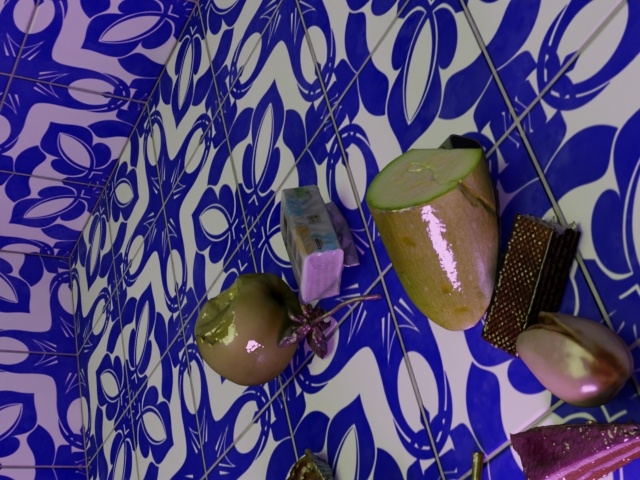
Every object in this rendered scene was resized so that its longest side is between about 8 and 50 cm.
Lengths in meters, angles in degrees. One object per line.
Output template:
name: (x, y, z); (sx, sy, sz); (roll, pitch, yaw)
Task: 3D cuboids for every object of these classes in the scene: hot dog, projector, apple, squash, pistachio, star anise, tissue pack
hot dog: (-0.048, 0.609, 2.223); (0.162, 0.082, 0.270); (51, 125, 50)
projector: (0.263, -0.146, 1.863); (0.082, 0.083, 0.083); (-47, 45, 45)
apple: (-0.169, 0.219, 2.365); (0.279, 0.279, 0.279); (-22, 64, 57)
squash: (0.239, 0.010, 1.818); (0.234, 0.309, 0.210); (4, 43, 48)
pistachio: (0.394, 0.180, 1.504); (0.215, 0.144, 0.144); (24, 104, 57)
star anise: (0.023, 0.195, 2.180); (0.148, 0.218, 0.227); (55, 165, -7)
tissue pack: (0.000, 0.000, 2.242); (0.159, 0.145, 0.229); (93, 163, -44)

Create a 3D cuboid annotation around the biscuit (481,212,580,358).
biscuit: (0.361, 0.075, 1.654); (0.106, 0.070, 0.252); (31, 109, 57)

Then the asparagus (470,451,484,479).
asparagus: (0.272, 0.506, 1.749); (0.025, 0.024, 0.248); (11, -94, -77)

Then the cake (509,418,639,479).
cake: (0.415, 0.319, 1.460); (0.295, 0.116, 0.112); (-35, 58, 55)
